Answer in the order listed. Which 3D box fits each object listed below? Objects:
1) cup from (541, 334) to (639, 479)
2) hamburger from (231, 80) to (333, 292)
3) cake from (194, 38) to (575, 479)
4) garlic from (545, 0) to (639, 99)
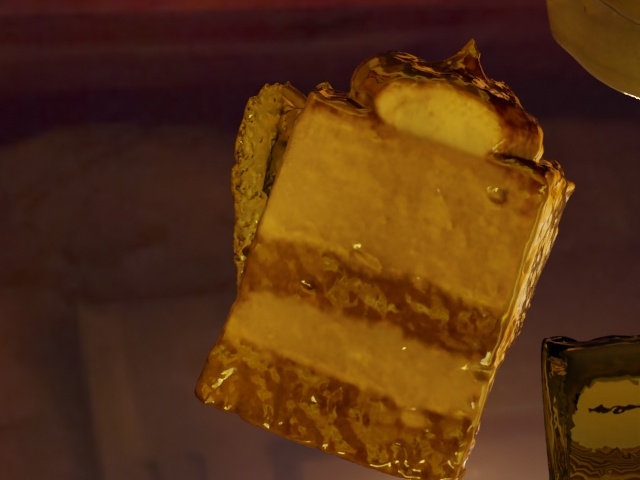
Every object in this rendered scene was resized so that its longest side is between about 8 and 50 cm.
[{"bbox_3d":[0.240,0.116,0.883,0.255,0.256,0.178,2,-99,-82],"label":"cup"},{"bbox_3d":[0.000,0.000,1.569,0.124,0.131,0.262,-12,72,29],"label":"hamburger"},{"bbox_3d":[0.054,0.001,1.318,0.198,0.196,0.293,-21,-50,-78],"label":"cake"},{"bbox_3d":[0.249,-0.215,1.280,0.340,0.231,0.246,-6,81,35],"label":"garlic"}]
